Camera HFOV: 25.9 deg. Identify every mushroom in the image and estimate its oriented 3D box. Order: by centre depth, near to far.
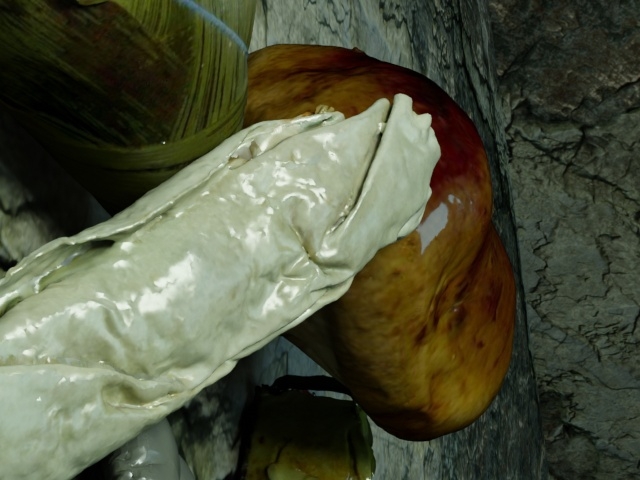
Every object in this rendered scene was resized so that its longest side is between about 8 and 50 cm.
[{"bbox_3d":[0.000,0.000,1.046,0.345,0.259,0.345,63,-5,10],"label":"mushroom"}]

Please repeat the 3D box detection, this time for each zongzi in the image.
[{"bbox_3d":[-0.118,-0.065,0.739,0.286,0.138,0.300,-40,130,-67],"label":"zongzi"}]

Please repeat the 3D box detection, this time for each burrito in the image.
[{"bbox_3d":[-0.067,0.020,0.736,0.392,0.076,0.117,-35,122,-36],"label":"burrito"}]

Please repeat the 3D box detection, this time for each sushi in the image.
[{"bbox_3d":[-0.001,0.248,1.107,0.131,0.139,0.291,80,13,-53],"label":"sushi"}]

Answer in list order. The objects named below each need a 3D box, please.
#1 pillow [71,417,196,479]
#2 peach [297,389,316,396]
[{"bbox_3d":[-0.094,0.244,0.736,0.228,0.101,0.326,73,8,-48],"label":"pillow"},{"bbox_3d":[0.021,0.265,1.313,0.189,0.068,0.279,-42,127,-73],"label":"peach"}]
